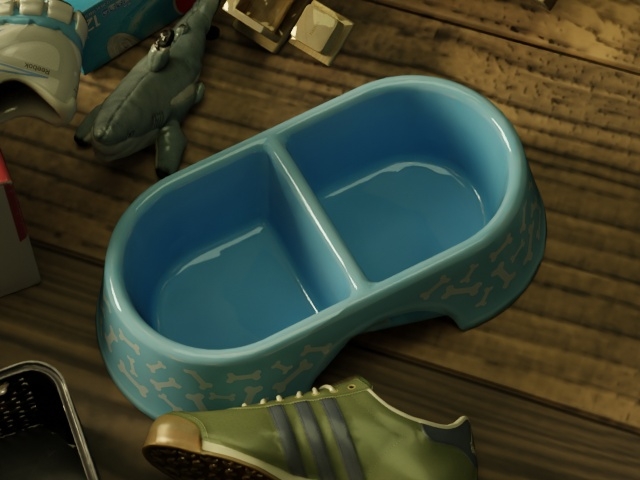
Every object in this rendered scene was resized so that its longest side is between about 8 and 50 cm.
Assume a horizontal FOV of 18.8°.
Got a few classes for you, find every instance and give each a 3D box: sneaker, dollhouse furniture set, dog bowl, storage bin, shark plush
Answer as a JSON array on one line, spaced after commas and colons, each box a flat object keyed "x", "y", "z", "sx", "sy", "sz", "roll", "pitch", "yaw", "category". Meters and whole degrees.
[{"x": 0.000, "y": 0.116, "z": 1.125, "sx": 0.192, "sy": 0.064, "sz": 0.086, "roll": 15, "pitch": 61, "yaw": 6, "category": "sneaker"}, {"x": -0.228, "y": -0.093, "z": 1.106, "sx": 0.191, "sy": 0.071, "sz": 0.083, "roll": -3, "pitch": 64, "yaw": -5, "category": "sneaker"}, {"x": 0.059, "y": -0.161, "z": 1.284, "sx": 0.182, "sy": 0.101, "sz": 0.161, "roll": 34, "pitch": 95, "yaw": 15, "category": "dollhouse furniture set"}, {"x": 0.000, "y": 0.000, "z": 1.184, "sx": 0.297, "sy": 0.074, "sz": 0.166, "roll": -25, "pitch": 62, "yaw": -12, "category": "dog bowl"}, {"x": -0.175, "y": 0.174, "z": 1.088, "sx": 0.122, "sy": 0.084, "sz": 0.180, "roll": -19, "pitch": 60, "yaw": -7, "category": "storage bin"}, {"x": -0.095, "y": -0.109, "z": 1.254, "sx": 0.073, "sy": 0.067, "sz": 0.161, "roll": 34, "pitch": 67, "yaw": 20, "category": "shark plush"}]

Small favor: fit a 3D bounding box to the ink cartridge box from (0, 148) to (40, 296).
[{"x": -0.265, "y": -0.053, "z": 1.197, "sx": 0.127, "sy": 0.128, "sz": 0.176, "roll": -20, "pitch": 62, "yaw": -9, "category": "ink cartridge box"}]

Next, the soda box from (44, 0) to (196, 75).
[{"x": -0.097, "y": -0.204, "z": 1.309, "sx": 0.210, "sy": 0.067, "sz": 0.071, "roll": -34, "pitch": 65, "yaw": -15, "category": "soda box"}]
